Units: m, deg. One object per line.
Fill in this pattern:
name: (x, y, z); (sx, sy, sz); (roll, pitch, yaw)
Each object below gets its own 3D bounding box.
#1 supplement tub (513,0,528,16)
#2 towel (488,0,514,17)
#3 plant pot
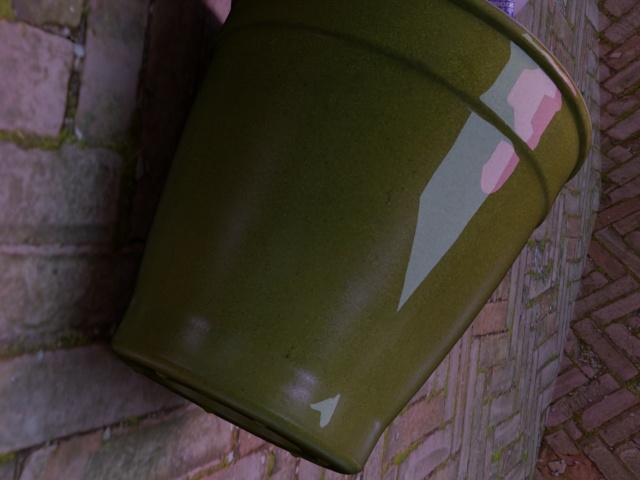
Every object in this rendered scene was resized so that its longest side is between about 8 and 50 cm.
supplement tub: (0.220, -0.444, 1.162); (0.324, 0.236, 0.235); (-58, 146, -21)
towel: (0.113, -0.347, 1.005); (0.040, 0.244, 0.335); (-35, 129, -84)
plant pot: (0.000, 0.000, 0.755); (0.352, 0.367, 0.366); (-62, 149, -17)
